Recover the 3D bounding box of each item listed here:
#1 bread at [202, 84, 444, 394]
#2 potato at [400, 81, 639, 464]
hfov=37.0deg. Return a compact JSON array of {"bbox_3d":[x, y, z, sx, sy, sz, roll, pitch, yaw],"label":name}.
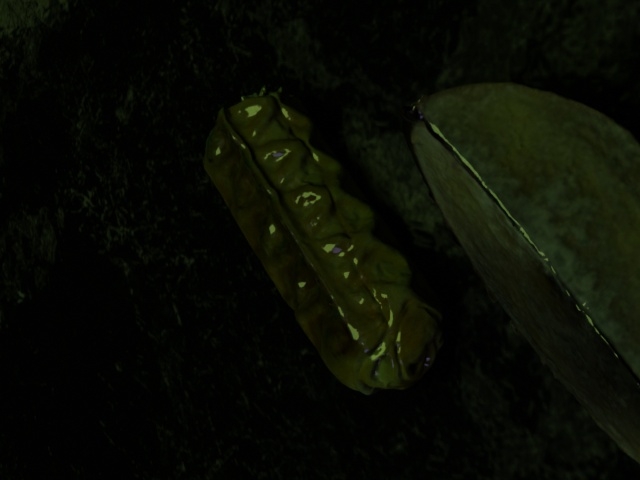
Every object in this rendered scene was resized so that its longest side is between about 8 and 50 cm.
[{"bbox_3d":[0.001,-0.001,0.729,0.269,0.098,0.087,57,176,28],"label":"bread"},{"bbox_3d":[0.159,0.012,0.557,0.261,0.100,0.120,54,173,12],"label":"potato"}]
